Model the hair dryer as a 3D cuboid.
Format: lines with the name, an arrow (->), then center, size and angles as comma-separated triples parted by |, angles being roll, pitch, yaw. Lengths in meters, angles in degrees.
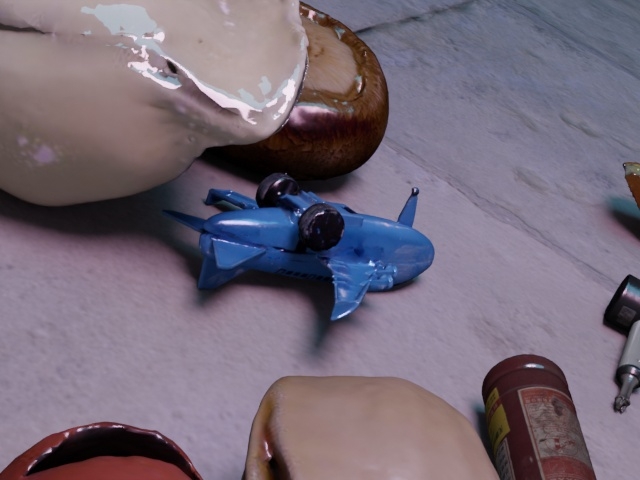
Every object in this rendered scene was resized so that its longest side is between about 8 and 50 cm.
hair dryer -> 0.330, 0.117, 1.037 | 0.100, 0.057, 0.197 | 30, 40, 11

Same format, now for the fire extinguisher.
fire extinguisher -> 0.186, 0.183, 0.770 | 0.075, 0.106, 0.252 | 35, 26, -20

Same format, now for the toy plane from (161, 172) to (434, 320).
toy plane -> 0.000, 0.000, 0.941 | 0.271, 0.105, 0.254 | -4, 25, -32

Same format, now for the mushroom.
mushroom -> -0.065, -0.175, 1.112 | 0.297, 0.163, 0.278 | 31, 23, 12

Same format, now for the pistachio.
pistachio -> 0.031, 0.186, 0.587 | 0.197, 0.166, 0.288 | 51, 13, -31

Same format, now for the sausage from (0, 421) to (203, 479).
sausage -> -0.103, 0.211, 0.489 | 0.152, 0.152, 0.279 | 9, 36, -23

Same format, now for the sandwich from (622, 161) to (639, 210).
sandwich -> 0.493, -0.022, 1.309 | 0.258, 0.096, 0.094 | 21, 24, 0

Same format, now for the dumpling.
dumpling -> -0.190, -0.182, 0.901 | 0.395, 0.233, 0.315 | 3, 54, 24
